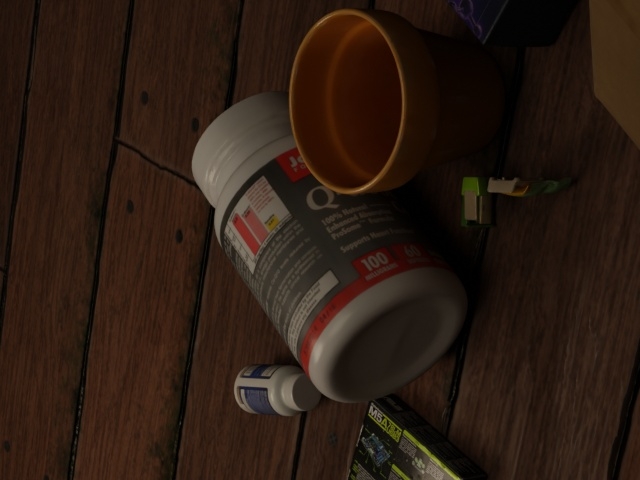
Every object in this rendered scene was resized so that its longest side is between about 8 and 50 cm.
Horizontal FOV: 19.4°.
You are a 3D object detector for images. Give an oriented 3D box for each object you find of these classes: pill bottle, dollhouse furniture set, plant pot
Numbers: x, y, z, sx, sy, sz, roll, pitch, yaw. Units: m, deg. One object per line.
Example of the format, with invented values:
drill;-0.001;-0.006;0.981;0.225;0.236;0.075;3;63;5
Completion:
pill bottle;0.000;0.000;2.240;0.363;0.210;0.210;54;132;33
dollhouse furniture set;0.208;-0.042;2.083;0.151;0.076;0.059;5;95;62
plant pot;0.099;-0.158;2.114;0.205;0.188;0.205;6;98;51
pill bottle;-0.054;0.196;2.446;0.120;0.067;0.067;-2;92;52

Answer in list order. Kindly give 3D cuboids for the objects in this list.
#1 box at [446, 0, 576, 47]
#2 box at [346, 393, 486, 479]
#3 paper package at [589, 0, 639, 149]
box;0.195;-0.332;2.038;0.207;0.108;0.153;54;132;34
box;0.106;0.312;2.275;0.190;0.045;0.184;39;121;44
paper package;0.391;-0.142;1.655;0.325;0.168;0.309;58;172;31
